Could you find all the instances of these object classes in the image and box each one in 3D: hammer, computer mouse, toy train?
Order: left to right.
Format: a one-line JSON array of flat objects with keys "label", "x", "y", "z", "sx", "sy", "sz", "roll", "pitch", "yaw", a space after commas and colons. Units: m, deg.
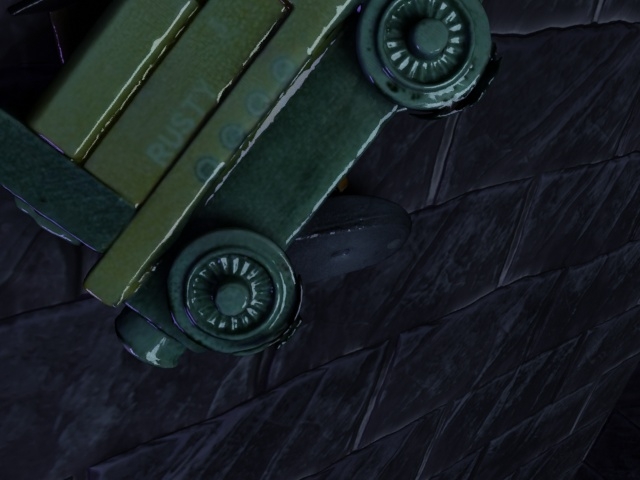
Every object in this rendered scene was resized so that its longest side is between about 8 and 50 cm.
[{"label": "hammer", "x": -0.197, "y": -0.108, "z": 0.591, "sx": 0.062, "sy": 0.013, "sz": 0.199, "roll": -27, "pitch": 137, "yaw": -26}, {"label": "toy train", "x": -0.060, "y": -0.102, "z": 0.522, "sx": 0.253, "sy": 0.160, "sz": 0.397, "roll": 37, "pitch": 96, "yaw": -12}, {"label": "computer mouse", "x": -0.001, "y": -0.005, "z": 0.837, "sx": 0.228, "sy": 0.068, "sz": 0.113, "roll": -11, "pitch": 144, "yaw": -26}]

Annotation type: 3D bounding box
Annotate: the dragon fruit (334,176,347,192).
[{"label": "dragon fruit", "x": 0.005, "y": -0.112, "z": 0.718, "sx": 0.125, "sy": 0.126, "sz": 0.246, "roll": -13, "pitch": 157, "yaw": -1}]
